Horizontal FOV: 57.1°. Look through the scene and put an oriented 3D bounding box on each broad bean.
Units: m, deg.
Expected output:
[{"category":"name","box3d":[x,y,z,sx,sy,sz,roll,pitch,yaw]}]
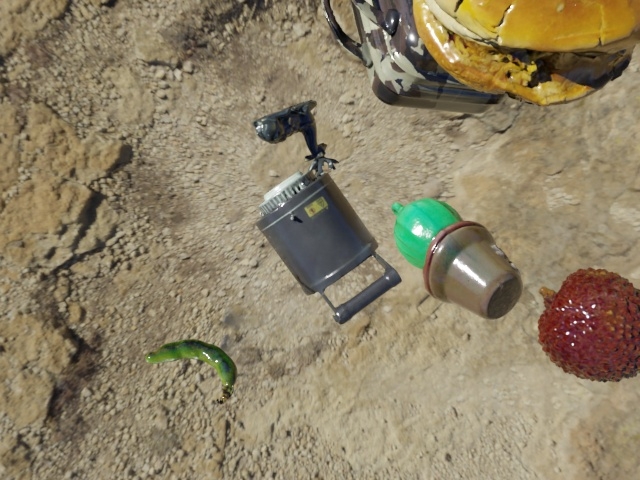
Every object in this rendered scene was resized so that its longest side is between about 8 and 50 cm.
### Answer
[{"category":"broad bean","box3d":[-0.340,0.340,1.634,0.292,0.144,0.049,22,137,23]}]

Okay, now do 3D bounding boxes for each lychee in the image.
[{"category":"lychee","box3d":[0.672,0.207,1.444,0.304,0.276,0.275,37,94,16]}]

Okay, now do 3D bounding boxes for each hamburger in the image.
[{"category":"hamburger","box3d":[0.262,-0.322,0.693,0.290,0.170,0.314,11,66,4]}]

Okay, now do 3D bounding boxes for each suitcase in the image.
[{"category":"suitcase","box3d":[0.164,-0.391,1.002,0.340,0.194,0.351,-2,68,-25]}]

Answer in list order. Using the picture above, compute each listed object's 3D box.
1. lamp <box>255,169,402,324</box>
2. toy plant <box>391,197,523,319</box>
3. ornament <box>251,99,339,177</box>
[{"category":"lamp","box3d":[-0.012,-0.021,1.326,0.205,0.374,0.272,-37,115,-4]},{"category":"toy plant","box3d":[0.161,0.018,0.742,0.105,0.200,0.143,-39,136,-3]},{"category":"ornament","box3d":[-0.053,-0.224,1.506,0.202,0.080,0.236,-30,107,-34]}]
